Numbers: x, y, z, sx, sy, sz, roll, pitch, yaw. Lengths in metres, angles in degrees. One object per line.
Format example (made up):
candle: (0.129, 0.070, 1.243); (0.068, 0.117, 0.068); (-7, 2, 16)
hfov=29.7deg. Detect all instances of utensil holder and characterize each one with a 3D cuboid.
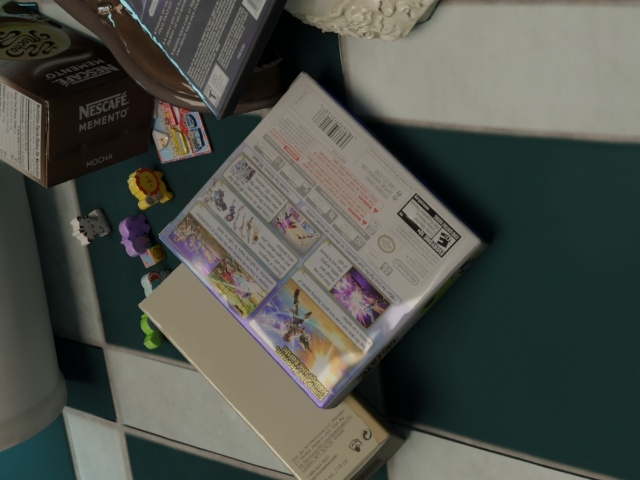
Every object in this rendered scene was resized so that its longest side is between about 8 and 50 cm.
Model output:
utensil holder: (-0.548, 0.074, 1.698); (0.327, 0.327, 0.385); (10, 112, 38)

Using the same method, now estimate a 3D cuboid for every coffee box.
coffee box: (-0.371, -0.194, 1.514); (0.297, 0.168, 0.119); (28, 126, 30)

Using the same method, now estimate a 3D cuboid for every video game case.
video game case: (0.000, 0.000, 1.289); (0.269, 0.061, 0.244); (46, 100, 16)
video game case: (-0.147, -0.282, 1.208); (0.274, 0.026, 0.196); (51, 141, 15)

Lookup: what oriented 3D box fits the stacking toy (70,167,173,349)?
stacking toy: (-0.227, 0.030, 1.582); (0.167, 0.052, 0.221); (-26, 92, 45)

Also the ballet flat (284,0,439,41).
ballet flat: (-0.068, -0.304, 1.236); (0.409, 0.147, 0.147); (31, 127, 26)

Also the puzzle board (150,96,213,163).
puzzle board: (-0.187, -0.162, 1.487); (0.096, 0.011, 0.128); (-9, 103, 42)

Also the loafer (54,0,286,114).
loafer: (-0.182, -0.266, 1.348); (0.366, 0.134, 0.130); (36, 129, 23)

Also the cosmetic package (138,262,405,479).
cosmetic package: (-0.053, 0.157, 1.399); (0.113, 0.160, 0.309); (-44, 75, -1)
